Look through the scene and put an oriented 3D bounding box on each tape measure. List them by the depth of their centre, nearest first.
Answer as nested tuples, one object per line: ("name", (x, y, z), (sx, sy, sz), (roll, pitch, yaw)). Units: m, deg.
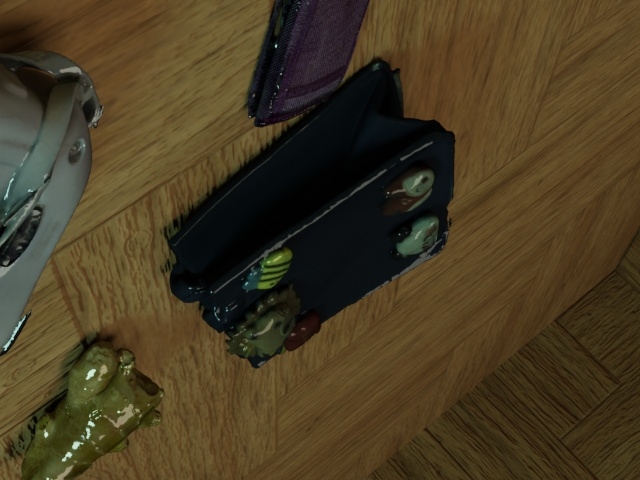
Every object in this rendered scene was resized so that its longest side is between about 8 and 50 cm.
("tape measure", (-0.250, -0.023, 0.636), (0.197, 0.120, 0.236), (0, 128, -58))

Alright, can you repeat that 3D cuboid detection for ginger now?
("ginger", (-0.243, 0.194, 1.083), (0.115, 0.081, 0.205), (0, 130, -57))

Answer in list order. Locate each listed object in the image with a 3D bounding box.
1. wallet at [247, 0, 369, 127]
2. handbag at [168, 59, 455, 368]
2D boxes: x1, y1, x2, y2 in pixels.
("wallet", (-0.002, -0.179, 0.896), (0.111, 0.030, 0.166), (-26, 152, -37))
("handbag", (0.000, 0.000, 1.113), (0.329, 0.122, 0.303), (-39, 158, -10))
